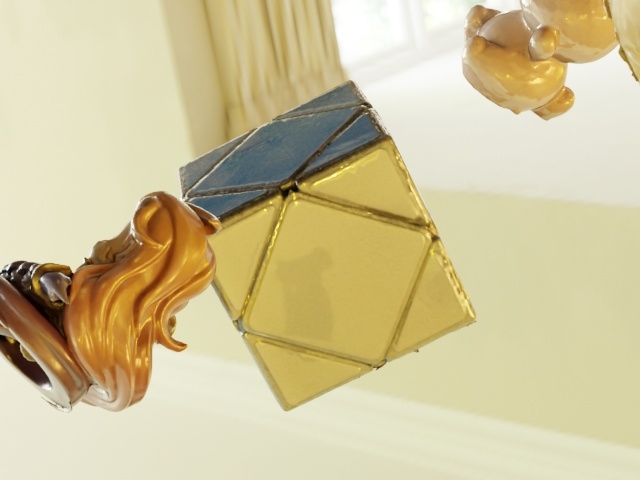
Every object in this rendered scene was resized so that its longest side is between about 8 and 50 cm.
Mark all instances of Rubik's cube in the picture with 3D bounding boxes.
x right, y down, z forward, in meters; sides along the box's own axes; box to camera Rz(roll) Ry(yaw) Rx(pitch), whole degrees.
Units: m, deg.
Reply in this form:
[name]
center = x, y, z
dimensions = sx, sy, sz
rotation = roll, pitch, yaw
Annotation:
[Rubik's cube]
center = 0.000, 0.000, 1.302
dimensions = 0.205, 0.207, 0.205
rotation = -25, -158, 2

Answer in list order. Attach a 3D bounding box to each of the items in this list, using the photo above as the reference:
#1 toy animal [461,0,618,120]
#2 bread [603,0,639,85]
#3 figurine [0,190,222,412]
[toy animal]
center = 0.216, -0.201, 1.153
dimensions = 0.212, 0.124, 0.124
rotation = -40, -179, 31
[bread]
center = 0.242, -0.167, 0.743
dimensions = 0.156, 0.288, 0.204
rotation = -20, -134, 4
[figurine]
center = -0.123, 0.040, 0.829
dimensions = 0.157, 0.126, 0.114
rotation = -24, -121, -17
